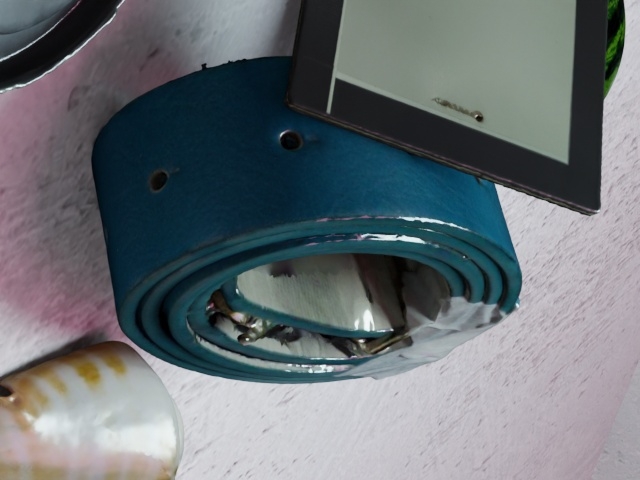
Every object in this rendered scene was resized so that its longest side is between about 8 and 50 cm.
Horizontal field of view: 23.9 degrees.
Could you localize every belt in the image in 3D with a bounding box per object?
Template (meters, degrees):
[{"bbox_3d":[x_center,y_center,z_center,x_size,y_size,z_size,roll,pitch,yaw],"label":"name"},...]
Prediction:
[{"bbox_3d":[-0.001,0.000,1.254,0.300,0.173,0.436,-21,161,21],"label":"belt"}]

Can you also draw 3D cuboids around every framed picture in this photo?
[{"bbox_3d":[0.113,-0.206,1.182,0.016,0.265,0.347,-42,-145,55],"label":"framed picture"}]

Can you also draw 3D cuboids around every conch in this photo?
[{"bbox_3d":[-0.196,0.180,1.305,0.255,0.127,0.158,-9,127,-60],"label":"conch"}]

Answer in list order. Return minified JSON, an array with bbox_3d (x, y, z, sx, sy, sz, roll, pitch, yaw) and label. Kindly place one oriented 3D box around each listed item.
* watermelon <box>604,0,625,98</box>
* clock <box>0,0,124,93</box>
[{"bbox_3d":[0.148,-0.199,1.368,0.269,0.269,0.269,-44,152,-31],"label":"watermelon"},{"bbox_3d":[-0.190,-0.226,0.938,0.280,0.055,0.280,-45,152,-31],"label":"clock"}]
